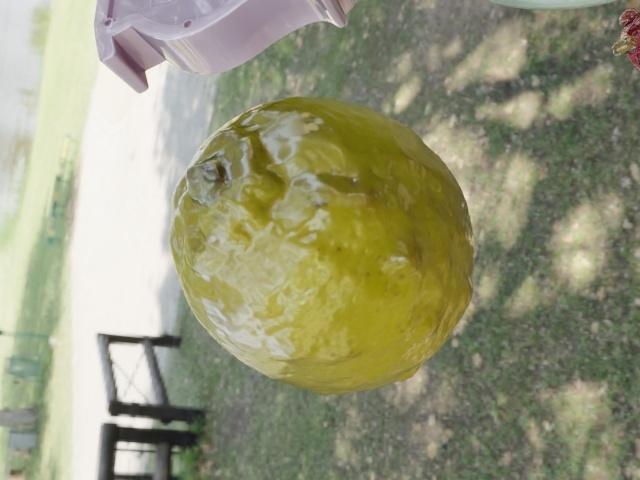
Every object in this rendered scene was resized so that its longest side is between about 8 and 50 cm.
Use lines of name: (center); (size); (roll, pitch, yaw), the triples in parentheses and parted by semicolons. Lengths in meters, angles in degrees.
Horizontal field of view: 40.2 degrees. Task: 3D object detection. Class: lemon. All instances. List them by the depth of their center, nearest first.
lemon: (0.004, 0.001, 0.814); (0.285, 0.285, 0.316); (-118, 8, -52)

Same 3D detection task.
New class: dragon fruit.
dragon fruit: (0.402, -0.228, 0.997); (0.068, 0.126, 0.112); (-47, 19, 47)

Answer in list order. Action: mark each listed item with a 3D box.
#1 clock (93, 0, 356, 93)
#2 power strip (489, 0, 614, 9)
clock: (-0.097, -0.320, 0.928); (0.275, 0.080, 0.290); (-10, 66, 18)
power strip: (0.212, -0.367, 0.720); (0.357, 0.357, 0.161); (-53, 6, 44)
